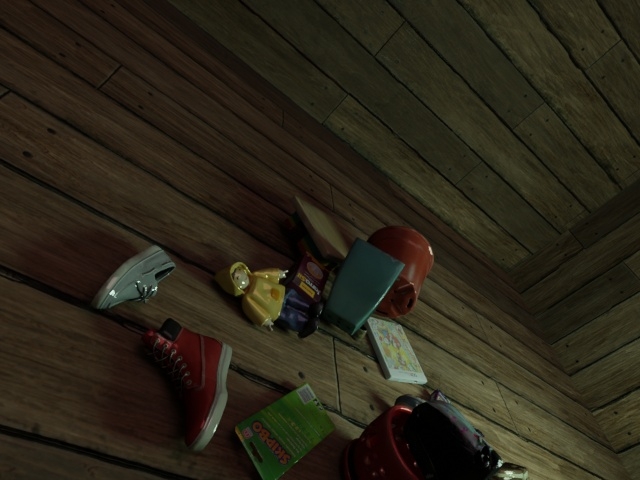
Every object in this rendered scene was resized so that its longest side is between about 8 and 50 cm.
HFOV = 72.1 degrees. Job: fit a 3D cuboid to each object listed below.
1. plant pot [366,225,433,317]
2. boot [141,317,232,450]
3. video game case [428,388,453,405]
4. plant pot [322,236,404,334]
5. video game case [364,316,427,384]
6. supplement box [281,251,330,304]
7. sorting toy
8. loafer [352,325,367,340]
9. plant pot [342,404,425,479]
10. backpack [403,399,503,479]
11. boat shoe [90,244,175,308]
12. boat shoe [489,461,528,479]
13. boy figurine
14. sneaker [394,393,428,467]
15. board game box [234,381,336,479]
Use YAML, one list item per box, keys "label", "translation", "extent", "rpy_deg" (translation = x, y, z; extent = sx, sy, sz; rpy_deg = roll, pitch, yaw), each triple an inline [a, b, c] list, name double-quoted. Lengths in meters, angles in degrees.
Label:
- label: "plant pot"
  translation: [0.265, 0.124, 1.611]
  extent: [0.272, 0.272, 0.265]
  rpy_deg: [42, 33, -8]
- label: "boot"
  translation: [-0.261, 0.251, 0.804]
  extent: [0.176, 0.088, 0.244]
  rpy_deg: [34, 20, -23]
- label: "video game case"
  translation: [0.410, 0.604, 1.350]
  extent: [0.232, 0.042, 0.210]
  rpy_deg: [50, 26, 8]
- label: "plant pot"
  translation: [0.113, 0.151, 1.323]
  extent: [0.165, 0.166, 0.234]
  rpy_deg: [30, 64, 9]
- label: "video game case"
  translation: [0.247, 0.366, 1.471]
  extent: [0.206, 0.026, 0.227]
  rpy_deg: [22, 34, -41]
- label: "supplement box"
  translation: [-0.048, 0.128, 1.307]
  extent: [0.104, 0.081, 0.188]
  rpy_deg: [42, 26, -9]
- label: "sorting toy"
  translation: [0.000, 0.000, 1.527]
  extent: [0.255, 0.089, 0.257]
  rpy_deg: [25, 29, -57]
- label: "loafer"
  translation: [0.092, 0.247, 1.382]
  extent: [0.148, 0.050, 0.056]
  rpy_deg: [47, 25, 3]
- label: "plant pot"
  translation: [0.158, 0.492, 0.977]
  extent: [0.191, 0.174, 0.191]
  rpy_deg: [35, 28, -22]
- label: "backpack"
  translation: [0.258, 0.418, 0.896]
  extent: [0.115, 0.152, 0.182]
  rpy_deg: [24, 19, -50]
- label: "boat shoe"
  translation: [-0.366, 0.081, 0.895]
  extent: [0.081, 0.079, 0.227]
  rpy_deg: [38, 23, -6]
- label: "boat shoe"
  translation: [0.570, 0.734, 1.334]
  extent: [0.257, 0.095, 0.095]
  rpy_deg: [29, 69, -41]
- label: "boy figurine"
  translation: [-0.133, 0.137, 1.130]
  extent: [0.285, 0.092, 0.177]
  rpy_deg: [34, 51, -18]
- label: "sneaker"
  translation: [0.287, 0.549, 1.172]
  extent: [0.122, 0.110, 0.283]
  rpy_deg: [-5, 55, -54]
- label: "board game box"
  translation: [-0.072, 0.400, 0.927]
  extent: [0.124, 0.039, 0.259]
  rpy_deg: [54, 24, 17]
